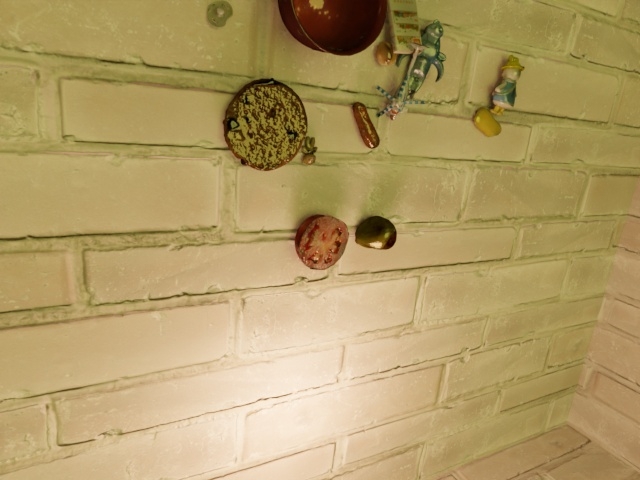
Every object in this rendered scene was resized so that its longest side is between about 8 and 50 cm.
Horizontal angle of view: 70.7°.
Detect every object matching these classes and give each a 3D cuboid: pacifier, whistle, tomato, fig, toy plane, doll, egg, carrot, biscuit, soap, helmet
[{"bbox_3d":[-0.293,-0.663,1.307,0.068,0.064,0.083,37,86,-16],"label":"pacifier"},{"bbox_3d":[0.382,-0.681,1.671,0.180,0.093,0.269,17,99,-9],"label":"whistle"},{"bbox_3d":[-0.003,0.000,1.692,0.225,0.085,0.225,-12,113,-30],"label":"tomato"},{"bbox_3d":[0.219,-0.027,1.792,0.165,0.154,0.144,-2,128,3],"label":"fig"},{"bbox_3d":[0.297,-0.572,1.637,0.107,0.182,0.273,-53,146,-59],"label":"toy plane"},{"bbox_3d":[-0.041,-0.316,1.596,0.061,0.051,0.093,-1,78,-29],"label":"doll"},{"bbox_3d":[0.232,-0.663,1.605,0.071,0.071,0.083,-22,107,-22],"label":"egg"},{"bbox_3d":[0.164,-0.420,1.659,0.060,0.060,0.186,-37,118,-14],"label":"carrot"},{"bbox_3d":[-0.176,-0.373,1.468,0.296,0.075,0.296,-7,106,-24],"label":"biscuit"},{"bbox_3d":[0.724,-0.506,1.961,0.168,0.033,0.089,33,91,-34],"label":"soap"},{"bbox_3d":[0.008,-0.738,1.355,0.337,0.230,0.385,7,95,-33],"label":"helmet"},{"bbox_3d":[0.794,-0.656,1.913,0.135,0.099,0.241,9,102,-8],"label":"doll"}]

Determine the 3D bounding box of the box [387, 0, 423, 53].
[{"bbox_3d":[0.293,-0.771,1.585,0.122,0.032,0.220,-10,93,-28],"label":"box"}]
